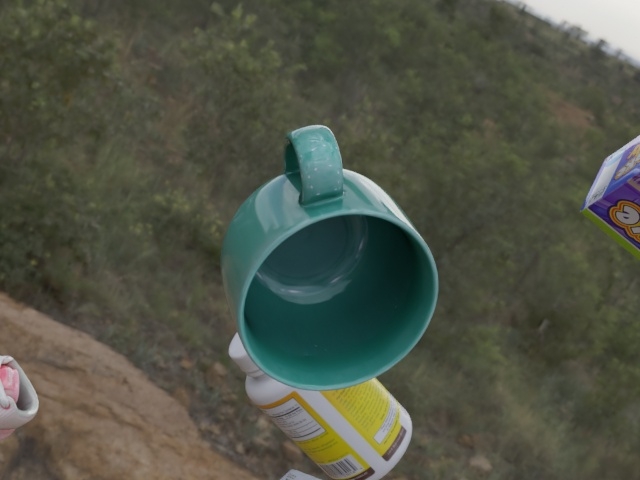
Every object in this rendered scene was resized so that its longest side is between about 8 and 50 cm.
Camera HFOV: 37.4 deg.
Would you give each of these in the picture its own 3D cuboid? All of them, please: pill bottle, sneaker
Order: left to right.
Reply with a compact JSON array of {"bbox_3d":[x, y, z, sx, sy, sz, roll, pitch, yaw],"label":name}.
[{"bbox_3d":[-0.227,0.084,0.571,0.134,0.070,0.051,49,21,-48],"label":"sneaker"},{"bbox_3d":[-0.002,0.171,1.062,0.215,0.117,0.117,48,10,-19],"label":"pill bottle"}]

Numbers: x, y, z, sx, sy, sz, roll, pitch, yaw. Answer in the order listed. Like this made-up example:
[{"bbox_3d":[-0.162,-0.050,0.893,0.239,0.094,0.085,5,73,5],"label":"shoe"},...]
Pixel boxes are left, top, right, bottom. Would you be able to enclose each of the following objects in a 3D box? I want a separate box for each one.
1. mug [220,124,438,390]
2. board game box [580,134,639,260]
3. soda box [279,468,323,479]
[{"bbox_3d":[0.006,0.006,0.611,0.129,0.158,0.097,18,21,-24],"label":"mug"},{"bbox_3d":[0.425,0.011,0.765,0.347,0.233,0.078,38,57,-4],"label":"board game box"},{"bbox_3d":[0.019,0.169,0.437,0.069,0.074,0.216,55,-22,-9],"label":"soda box"}]
